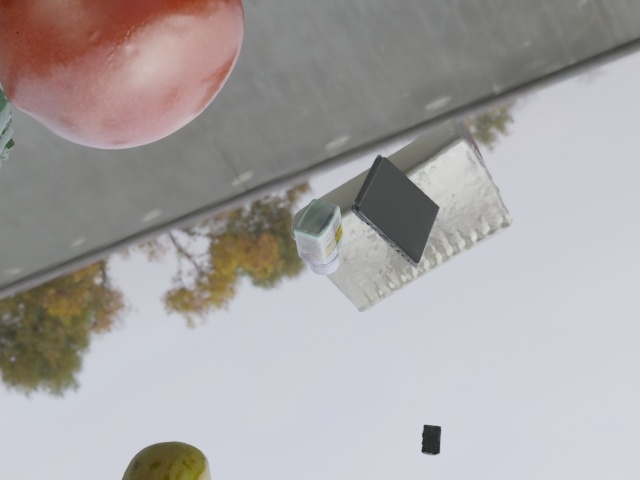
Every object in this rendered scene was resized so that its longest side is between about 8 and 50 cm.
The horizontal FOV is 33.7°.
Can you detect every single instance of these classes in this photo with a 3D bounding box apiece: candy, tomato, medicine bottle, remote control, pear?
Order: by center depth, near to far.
[{"bbox_3d":[-0.262,-0.266,1.314,0.322,0.321,0.321,-23,-170,4],"label":"tomato"},{"bbox_3d":[0.000,0.000,1.694,0.055,0.118,0.074,16,-127,20],"label":"medicine bottle"},{"bbox_3d":[0.148,-0.046,1.911,0.359,0.208,0.145,-32,-154,14],"label":"candy"},{"bbox_3d":[-0.299,0.492,2.055,0.200,0.200,0.200,-23,-170,4],"label":"pear"},{"bbox_3d":[0.221,0.399,2.109,0.039,0.014,0.096,6,-156,5],"label":"remote control"}]

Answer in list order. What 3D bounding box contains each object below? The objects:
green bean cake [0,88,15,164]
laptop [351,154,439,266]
[{"bbox_3d":[-0.741,-0.185,1.996,0.307,0.300,0.169,108,1,-47],"label":"green bean cake"},{"bbox_3d":[0.112,-0.047,1.538,0.016,0.129,0.180,-42,-169,33],"label":"laptop"}]
